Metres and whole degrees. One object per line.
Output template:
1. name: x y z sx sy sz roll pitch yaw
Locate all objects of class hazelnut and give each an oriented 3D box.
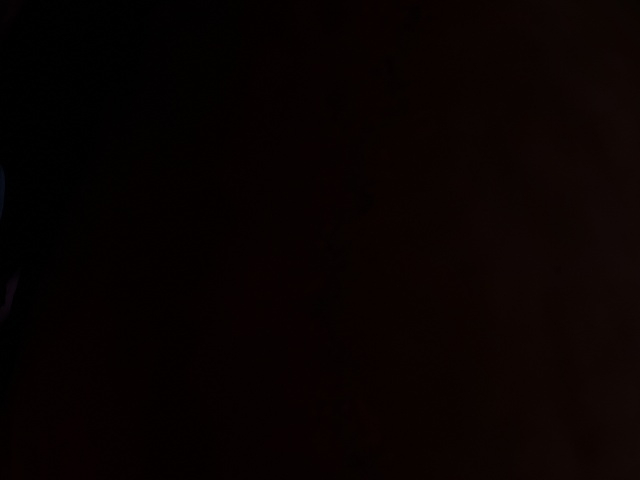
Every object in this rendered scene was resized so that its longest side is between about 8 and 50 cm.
1. hazelnut: 0.038 0.052 0.476 0.366 0.365 0.366 -61 179 -1

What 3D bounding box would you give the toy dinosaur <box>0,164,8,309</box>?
1. toy dinosaur: -0.116 0.041 0.371 0.197 0.045 0.080 130 -22 -55
